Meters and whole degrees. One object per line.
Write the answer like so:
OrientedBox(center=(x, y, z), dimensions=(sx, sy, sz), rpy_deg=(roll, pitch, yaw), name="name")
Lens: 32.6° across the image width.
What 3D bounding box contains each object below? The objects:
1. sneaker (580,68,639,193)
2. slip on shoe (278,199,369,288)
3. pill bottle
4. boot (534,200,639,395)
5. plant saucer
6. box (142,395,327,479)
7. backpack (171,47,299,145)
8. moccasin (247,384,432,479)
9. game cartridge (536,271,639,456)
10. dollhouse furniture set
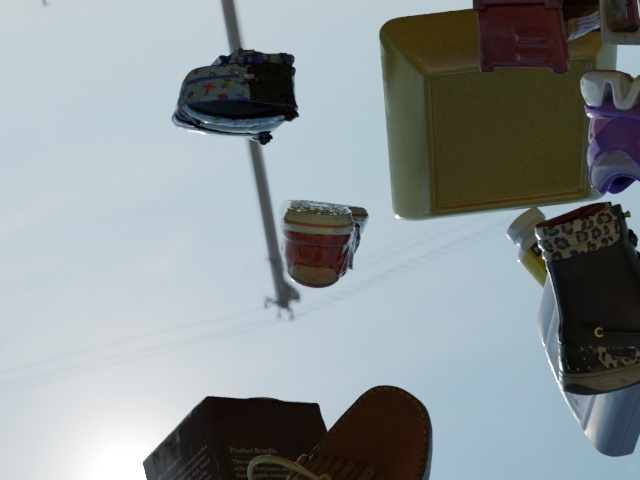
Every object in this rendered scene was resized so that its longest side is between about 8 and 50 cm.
OrientedBox(center=(0.293, -0.058, 0.785), dimensions=(0.236, 0.105, 0.095), rpy_deg=(15, -173, 35), name="sneaker")
OrientedBox(center=(0.000, 0.000, 1.440), dimensions=(0.123, 0.101, 0.331), rpy_deg=(5, -174, 2), name="slip on shoe")
OrientedBox(center=(0.407, 0.033, 1.893), dimensions=(0.103, 0.103, 0.184), rpy_deg=(-22, -119, -32), name="pill bottle")
OrientedBox(center=(0.329, 0.042, 1.102), dimensions=(0.236, 0.179, 0.085), rpy_deg=(-16, -175, -19), name="boot")
OrientedBox(center=(0.261, -0.163, 1.545), dimensions=(0.332, 0.333, 0.081), rpy_deg=(-7, -145, 0), name="plant saucer")
OrientedBox(center=(-0.082, 0.310, 1.267), dimensions=(0.168, 0.167, 0.203), rpy_deg=(11, -134, -36), name="box")
OrientedBox(center=(-0.134, -0.217, 1.635), dimensions=(0.173, 0.117, 0.158), rpy_deg=(0, 168, -21), name="backpack")
OrientedBox(center=(-0.015, 0.275, 0.972), dimensions=(0.139, 0.147, 0.380), rpy_deg=(29, -123, 25), name="moccasin")
OrientedBox(center=(0.390, 0.154, 1.584), dimensions=(0.062, 0.198, 0.297), rpy_deg=(-2, -140, -12), name="game cartridge")
OrientedBox(center=(0.370, -0.278, 1.207), dimensions=(0.374, 0.152, 0.201), rpy_deg=(10, -152, 43), name="dollhouse furniture set")
